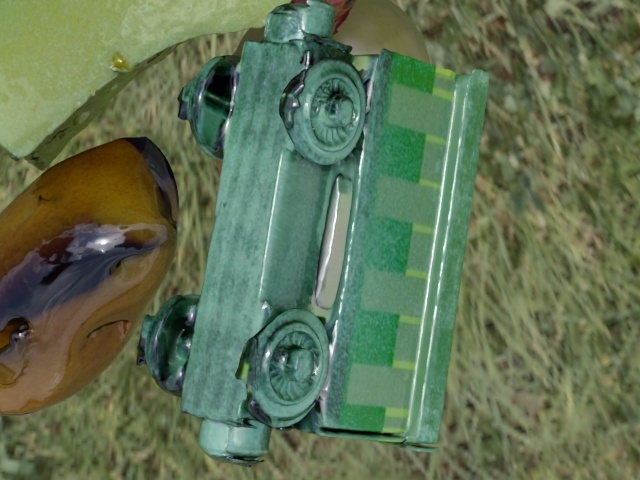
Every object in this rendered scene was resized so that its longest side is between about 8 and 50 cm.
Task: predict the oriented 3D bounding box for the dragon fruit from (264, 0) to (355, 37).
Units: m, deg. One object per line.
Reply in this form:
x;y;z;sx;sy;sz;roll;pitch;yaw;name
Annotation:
-0.029;-0.312;1.682;0.211;0.282;0.147;3;126;-29;dragon fruit

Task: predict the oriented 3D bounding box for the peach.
-0.006;-0.161;1.941;0.292;0.292;0.247;-35;112;12;peach

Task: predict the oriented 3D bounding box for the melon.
-0.177;-0.209;1.442;0.343;0.331;0.226;-43;72;-4;melon

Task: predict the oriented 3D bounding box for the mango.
-0.225;0.038;1.444;0.287;0.152;0.201;-46;153;18;mango

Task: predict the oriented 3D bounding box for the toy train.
0.000;0.000;1.073;0.202;0.120;0.300;10;87;-45;toy train
